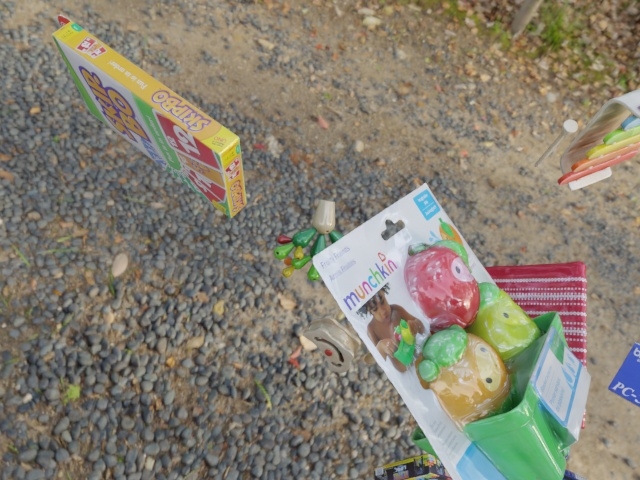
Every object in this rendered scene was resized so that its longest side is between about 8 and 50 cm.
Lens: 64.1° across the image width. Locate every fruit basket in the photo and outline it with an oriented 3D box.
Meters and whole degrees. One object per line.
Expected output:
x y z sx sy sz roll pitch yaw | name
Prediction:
0.180 0.106 0.635 0.327 0.165 0.353 -31 92 -51 | fruit basket

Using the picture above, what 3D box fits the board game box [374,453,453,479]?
0.240 0.577 1.255 0.141 0.170 0.048 30 43 -32 | board game box

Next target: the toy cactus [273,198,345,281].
0.000 0.000 1.131 0.219 0.180 0.112 7 8 -22 | toy cactus

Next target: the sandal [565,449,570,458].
0.603 0.639 1.474 0.126 0.138 0.317 36 90 -2 | sandal

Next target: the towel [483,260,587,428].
0.346 0.165 0.872 0.031 0.199 0.274 35 59 -44 | towel

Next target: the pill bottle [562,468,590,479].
0.597 0.602 1.152 0.219 0.122 0.123 21 45 18 | pill bottle

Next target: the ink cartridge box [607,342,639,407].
0.603 0.265 0.841 0.207 0.097 0.046 31 0 41 | ink cartridge box

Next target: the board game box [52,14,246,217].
-0.190 -0.135 0.563 0.259 0.124 0.039 38 67 14 | board game box

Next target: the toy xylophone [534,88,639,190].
0.605 -0.212 1.098 0.236 0.322 0.081 -23 70 0 | toy xylophone

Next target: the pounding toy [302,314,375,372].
0.077 0.374 1.884 0.269 0.154 0.155 40 44 -2 | pounding toy
